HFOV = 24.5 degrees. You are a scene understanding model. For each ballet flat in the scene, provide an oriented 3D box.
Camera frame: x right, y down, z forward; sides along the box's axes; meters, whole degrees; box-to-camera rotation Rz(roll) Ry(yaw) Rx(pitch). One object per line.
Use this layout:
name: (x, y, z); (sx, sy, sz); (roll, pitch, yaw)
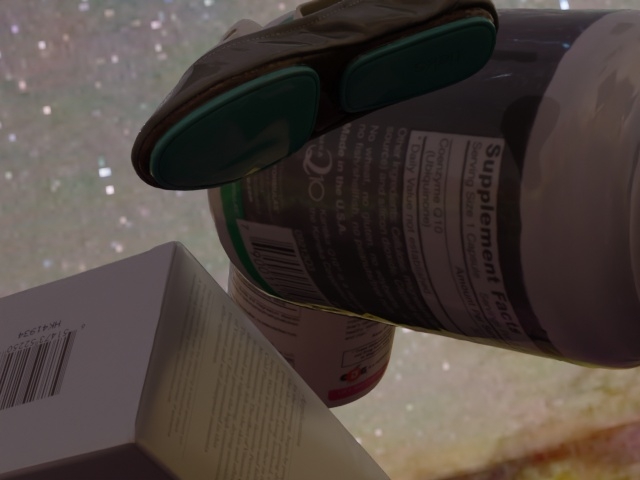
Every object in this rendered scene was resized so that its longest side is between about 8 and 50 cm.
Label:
ballet flat: (-0.009, -0.084, 0.714); (0.213, 0.068, 0.072); (-23, -36, -27)

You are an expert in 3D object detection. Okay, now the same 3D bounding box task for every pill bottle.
pill bottle: (0.000, 0.000, 1.314); (0.160, 0.160, 0.283); (-6, -49, -16)
pill bottle: (0.122, -0.036, 0.876); (0.361, 0.204, 0.204); (9, -2, 41)

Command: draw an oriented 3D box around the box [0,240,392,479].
box: (-0.108, 0.190, 1.064); (0.215, 0.168, 0.345); (-17, -47, 25)
